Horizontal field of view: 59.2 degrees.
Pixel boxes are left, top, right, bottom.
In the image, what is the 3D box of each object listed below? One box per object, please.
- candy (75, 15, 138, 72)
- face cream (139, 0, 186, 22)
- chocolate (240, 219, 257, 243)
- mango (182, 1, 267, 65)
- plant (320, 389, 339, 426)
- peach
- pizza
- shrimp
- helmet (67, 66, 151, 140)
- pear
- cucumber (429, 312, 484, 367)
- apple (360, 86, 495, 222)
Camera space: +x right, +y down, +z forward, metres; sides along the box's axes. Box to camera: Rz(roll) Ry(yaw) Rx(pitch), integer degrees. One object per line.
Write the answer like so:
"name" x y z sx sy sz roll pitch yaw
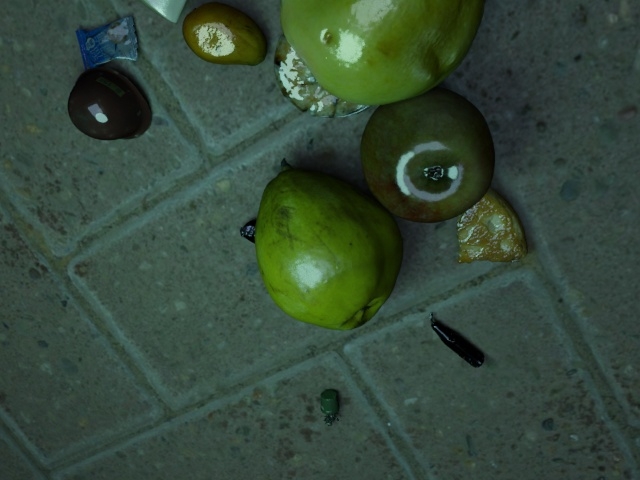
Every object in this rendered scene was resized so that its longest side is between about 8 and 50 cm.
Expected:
"candy" -0.441 -0.408 1.175 0.136 0.038 0.088 -8 97 12
"face cream" -0.271 -0.606 1.044 0.173 0.081 0.348 32 112 -3
"chocolate" -0.119 0.021 1.268 0.072 0.070 0.147 -30 105 -10
"mango" -0.187 -0.403 1.103 0.165 0.089 0.115 5 113 5
"plant" 0.025 0.423 1.400 0.051 0.051 0.102 -1 115 10
"peach" 0.099 -0.383 0.898 0.316 0.314 0.281 -53 55 24
"pizza" 0.345 -0.011 1.179 0.182 0.062 0.161 40 105 -12
"shrimp" 0.067 -0.394 1.080 0.233 0.071 0.365 37 111 -15
"helmet" -0.455 -0.266 1.184 0.175 0.106 0.155 37 123 -18
"pear" 0.000 0.000 1.130 0.287 0.287 0.375 -29 80 19
"cucumber" 0.304 0.230 1.285 0.163 0.039 0.043 37 91 -7
"apple" 0.196 -0.154 1.054 0.256 0.234 0.257 4 115 9
